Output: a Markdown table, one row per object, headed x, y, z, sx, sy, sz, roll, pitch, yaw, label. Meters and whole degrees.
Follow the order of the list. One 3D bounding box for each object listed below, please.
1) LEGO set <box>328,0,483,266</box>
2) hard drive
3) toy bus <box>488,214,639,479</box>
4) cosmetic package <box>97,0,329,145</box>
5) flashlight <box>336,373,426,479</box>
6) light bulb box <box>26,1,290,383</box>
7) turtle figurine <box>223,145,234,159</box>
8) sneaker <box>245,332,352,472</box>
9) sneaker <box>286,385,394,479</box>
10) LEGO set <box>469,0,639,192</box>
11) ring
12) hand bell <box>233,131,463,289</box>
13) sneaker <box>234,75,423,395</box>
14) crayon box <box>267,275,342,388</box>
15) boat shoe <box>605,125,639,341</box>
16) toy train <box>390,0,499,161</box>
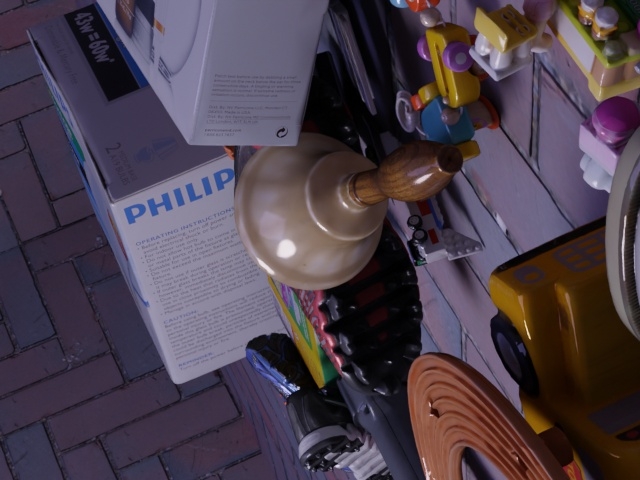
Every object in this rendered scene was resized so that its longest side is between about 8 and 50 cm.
| x | y | z | sx | sy | sz | roll | pitch | yaw | label |
| --- | --- | --- | --- | --- | --- | --- | --- | --- | --- |
| 0.067 | -0.082 | 1.220 | 0.182 | 0.060 | 0.244 | -105 | -3 | -75 | LEGO set |
| 0.020 | -0.092 | 1.338 | 0.094 | 0.022 | 0.135 | 75 | 179 | -53 | hard drive |
| 0.196 | 0.154 | 0.829 | 0.130 | 0.108 | 0.332 | -134 | 24 | -63 | toy bus |
| -0.097 | -0.285 | 1.140 | 0.377 | 0.098 | 0.284 | 54 | 137 | 50 | cosmetic package |
| 0.112 | 0.245 | 1.503 | 0.304 | 0.103 | 0.103 | -118 | 37 | -44 | flashlight |
| -0.178 | -0.081 | 1.884 | 0.361 | 0.225 | 0.358 | 78 | 165 | -48 | light bulb box |
| -0.028 | -0.039 | 1.415 | 0.217 | 0.087 | 0.269 | 55 | -167 | 9 | turtle figurine |
| -0.010 | 0.201 | 1.769 | 0.221 | 0.087 | 0.083 | 44 | -148 | -2 | sneaker |
| 0.037 | 0.211 | 1.653 | 0.234 | 0.078 | 0.106 | 25 | -148 | -54 | sneaker |
| 0.078 | -0.155 | 0.712 | 0.287 | 0.132 | 0.107 | 38 | 152 | 22 | LEGO set |
| 0.141 | 0.214 | 0.857 | 0.336 | 0.032 | 0.336 | 157 | 90 | -79 | ring |
| 0.035 | -0.038 | 1.049 | 0.126 | 0.126 | 0.242 | 67 | 157 | -2 | hand bell |
| 0.000 | 0.000 | 1.243 | 0.135 | 0.098 | 0.276 | -11 | 102 | 63 | sneaker |
| -0.002 | 0.039 | 1.649 | 0.278 | 0.081 | 0.165 | 80 | 163 | -51 | crayon box |
| 0.205 | 0.061 | 0.626 | 0.103 | 0.113 | 0.302 | 53 | 173 | 48 | boat shoe |
| 0.083 | -0.128 | 0.994 | 0.166 | 0.046 | 0.125 | 82 | 165 | -45 | toy train |
